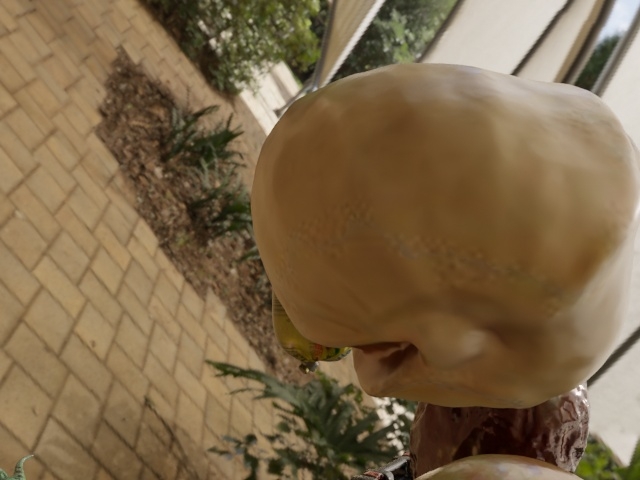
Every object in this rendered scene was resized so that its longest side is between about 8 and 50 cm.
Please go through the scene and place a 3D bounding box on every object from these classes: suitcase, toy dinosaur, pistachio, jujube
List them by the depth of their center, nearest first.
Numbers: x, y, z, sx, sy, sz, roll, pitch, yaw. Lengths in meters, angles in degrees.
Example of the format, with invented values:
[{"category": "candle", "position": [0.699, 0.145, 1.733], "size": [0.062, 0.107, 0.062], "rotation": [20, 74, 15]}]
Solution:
[{"category": "pistachio", "position": [0.072, -0.015, 0.449], "size": [0.230, 0.230, 0.309], "rotation": [56, 2, -21]}, {"category": "toy dinosaur", "position": [-0.252, 0.208, 0.573], "size": [0.062, 0.021, 0.083], "rotation": [34, 18, 15]}, {"category": "jujube", "position": [0.282, 0.319, 1.128], "size": [0.276, 0.277, 0.376], "rotation": [-108, -164, -51]}, {"category": "suitcase", "position": [0.154, 0.571, 1.449], "size": [0.285, 0.066, 0.206], "rotation": [4, 84, -56]}]

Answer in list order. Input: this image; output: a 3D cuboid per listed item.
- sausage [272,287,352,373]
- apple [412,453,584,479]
[{"category": "sausage", "position": [0.000, 0.000, 0.905], "size": [0.123, 0.123, 0.347], "rotation": [20, 72, -75]}, {"category": "apple", "position": [0.218, 0.452, 0.799], "size": [0.391, 0.391, 0.346], "rotation": [50, 8, -46]}]
